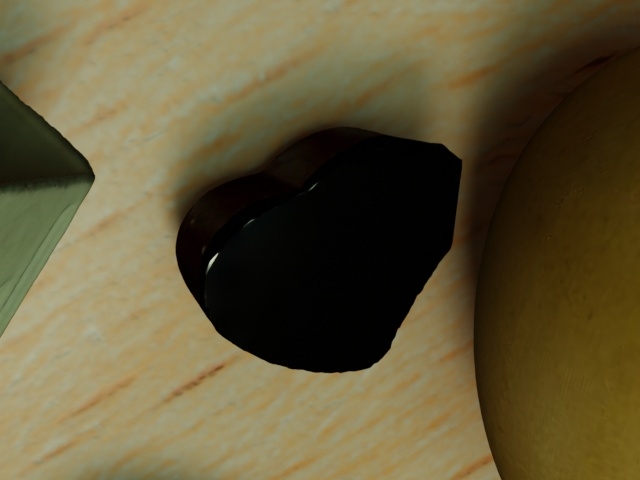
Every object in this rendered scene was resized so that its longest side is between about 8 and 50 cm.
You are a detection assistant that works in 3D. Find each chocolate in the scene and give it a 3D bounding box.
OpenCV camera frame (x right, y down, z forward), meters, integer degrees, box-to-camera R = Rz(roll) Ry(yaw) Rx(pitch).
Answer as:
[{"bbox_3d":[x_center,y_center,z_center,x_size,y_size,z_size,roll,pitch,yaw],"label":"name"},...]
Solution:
[{"bbox_3d":[0.000,0.000,0.652,0.149,0.080,0.125,-34,129,-10],"label":"chocolate"}]

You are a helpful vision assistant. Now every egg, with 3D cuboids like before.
[{"bbox_3d":[0.202,0.047,0.639,0.250,0.250,0.322,0,119,-18],"label":"egg"}]

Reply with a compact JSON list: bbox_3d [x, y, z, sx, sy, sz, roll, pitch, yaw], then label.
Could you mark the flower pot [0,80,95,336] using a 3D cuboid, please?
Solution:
[{"bbox_3d":[-0.235,-0.009,0.498,0.209,0.239,0.189,34,100,4],"label":"flower pot"}]
